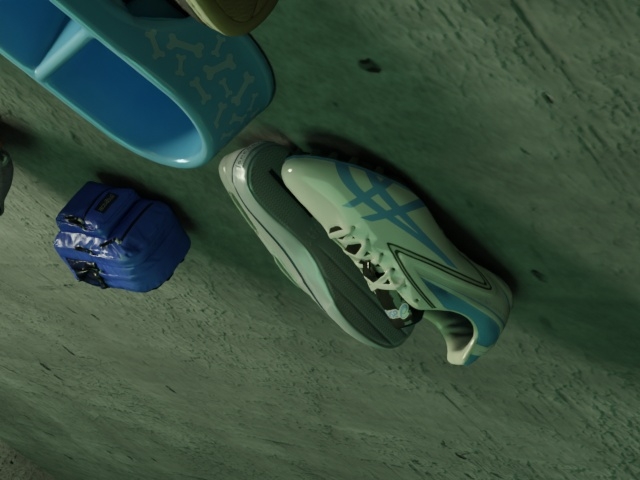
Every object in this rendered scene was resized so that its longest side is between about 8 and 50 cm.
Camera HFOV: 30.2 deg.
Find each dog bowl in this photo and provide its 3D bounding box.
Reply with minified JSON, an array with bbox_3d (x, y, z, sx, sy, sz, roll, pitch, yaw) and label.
[{"bbox_3d":[-0.174,-0.162,0.882,0.297,0.074,0.166,39,155,-19],"label":"dog bowl"}]

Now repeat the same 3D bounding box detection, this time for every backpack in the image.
[{"bbox_3d":[-0.203,-0.002,1.206,0.120,0.098,0.101,15,149,32],"label":"backpack"}]

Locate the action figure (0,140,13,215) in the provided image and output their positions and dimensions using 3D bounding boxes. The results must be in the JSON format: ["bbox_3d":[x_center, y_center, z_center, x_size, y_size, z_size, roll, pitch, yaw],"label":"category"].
[{"bbox_3d":[-0.468,-0.114,1.208,0.330,0.179,0.341,21,172,6],"label":"action figure"}]

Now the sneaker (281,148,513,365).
[{"bbox_3d":[0.059,0.013,0.954,0.237,0.086,0.085,39,157,-18],"label":"sneaker"}]

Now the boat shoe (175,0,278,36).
[{"bbox_3d":[-0.100,-0.234,0.627,0.092,0.103,0.285,18,151,37],"label":"boat shoe"}]

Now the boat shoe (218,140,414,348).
[{"bbox_3d":[0.000,0.000,1.024,0.226,0.083,0.075,54,160,-23],"label":"boat shoe"}]
